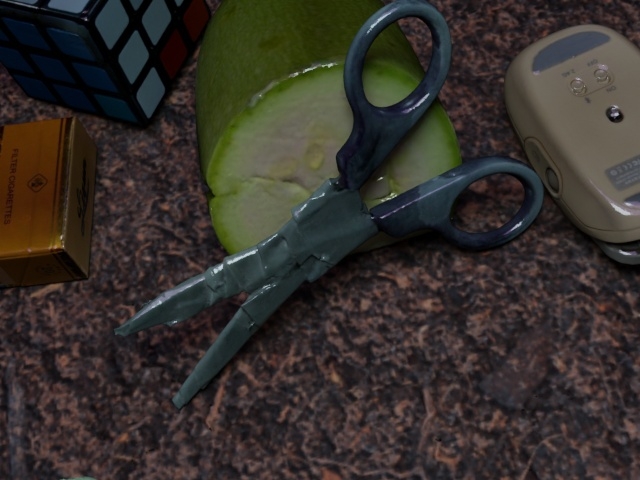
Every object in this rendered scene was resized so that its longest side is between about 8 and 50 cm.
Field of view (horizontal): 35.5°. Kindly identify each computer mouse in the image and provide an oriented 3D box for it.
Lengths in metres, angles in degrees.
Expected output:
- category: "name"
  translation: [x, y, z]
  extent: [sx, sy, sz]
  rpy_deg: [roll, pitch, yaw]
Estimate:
- category: "computer mouse"
  translation: [0.261, -0.091, 0.902]
  extent: [0.145, 0.082, 0.237]
  rpy_deg: [-25, 64, -6]

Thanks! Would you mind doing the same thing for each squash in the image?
- category: "squash"
  translation: [-0.017, -0.148, 0.987]
  extent: [0.233, 0.210, 0.309]
  rpy_deg: [-18, 33, 0]

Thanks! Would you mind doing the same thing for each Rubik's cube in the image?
- category: "Rubik's cube"
  translation: [-0.230, -0.232, 0.997]
  extent: [0.160, 0.162, 0.163]
  rpy_deg: [16, 64, 21]

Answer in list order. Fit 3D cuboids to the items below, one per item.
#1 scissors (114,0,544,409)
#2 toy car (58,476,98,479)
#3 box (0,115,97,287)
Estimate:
- category: "scissors"
  translation: [0.000, 0.000, 0.852]
  extent: [0.383, 0.256, 0.029]
  rpy_deg: [-40, 31, 2]
- category: "toy car"
  translation: [-0.194, 0.281, 0.785]
  extent: [0.093, 0.058, 0.186]
  rpy_deg: [4, 75, 10]
- category: "box"
  translation: [-0.343, -0.030, 0.967]
  extent: [0.237, 0.070, 0.152]
  rpy_deg: [-6, 61, 4]
